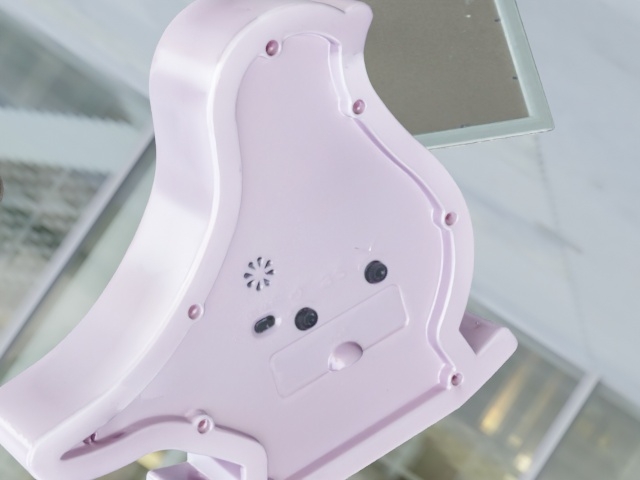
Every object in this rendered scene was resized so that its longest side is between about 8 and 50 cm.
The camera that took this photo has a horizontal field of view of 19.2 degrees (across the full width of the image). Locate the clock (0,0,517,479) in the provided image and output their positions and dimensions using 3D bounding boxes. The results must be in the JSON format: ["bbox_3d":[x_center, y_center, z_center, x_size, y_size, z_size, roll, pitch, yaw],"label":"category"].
[{"bbox_3d":[-0.057,0.023,1.032,0.080,0.290,0.275,25,142,54],"label":"clock"}]

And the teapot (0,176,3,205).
[{"bbox_3d":[-0.312,-0.035,1.576,0.121,0.076,0.068,57,138,20],"label":"teapot"}]

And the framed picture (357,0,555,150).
[{"bbox_3d":[0.052,-0.175,1.583,0.019,0.232,0.296,84,177,-50],"label":"framed picture"}]
